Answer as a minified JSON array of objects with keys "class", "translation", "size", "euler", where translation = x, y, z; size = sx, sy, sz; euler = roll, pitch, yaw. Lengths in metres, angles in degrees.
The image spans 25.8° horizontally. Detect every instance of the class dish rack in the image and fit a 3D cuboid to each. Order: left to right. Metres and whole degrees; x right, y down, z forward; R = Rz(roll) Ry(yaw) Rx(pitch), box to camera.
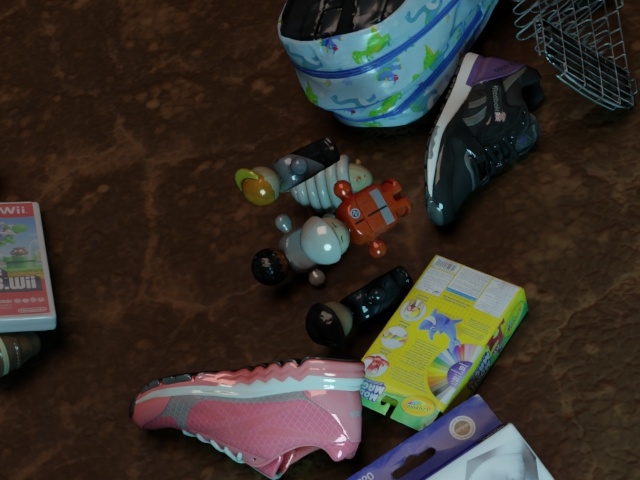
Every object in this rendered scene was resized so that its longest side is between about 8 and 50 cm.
[{"class":"dish rack","translation":[0.331,-0.295,1.869],"size":[0.074,0.208,0.271],"euler":[-33,48,40]}]

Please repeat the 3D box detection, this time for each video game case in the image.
[{"class":"video game case","translation":[-0.470,0.033,1.873],"size":[0.204,0.025,0.285],"euler":[-2,33,-16]}]

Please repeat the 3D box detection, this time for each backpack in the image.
[{"class":"backpack","translation":[0.095,-0.325,1.940],"size":[0.290,0.273,0.355],"euler":[3,31,29]}]

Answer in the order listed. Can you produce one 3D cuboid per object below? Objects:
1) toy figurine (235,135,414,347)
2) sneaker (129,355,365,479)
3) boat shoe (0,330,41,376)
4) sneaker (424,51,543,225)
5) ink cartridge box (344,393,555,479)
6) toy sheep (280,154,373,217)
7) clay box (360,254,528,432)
[{"class":"toy figurine","translation":[0.000,0.000,1.711],"size":[0.148,0.213,0.209],"euler":[-30,48,-26]},{"class":"sneaker","translation":[-0.092,0.215,1.634],"size":[0.314,0.116,0.136],"euler":[-10,82,27]},{"class":"boat shoe","translation":[-0.462,0.101,1.877],"size":[0.095,0.095,0.257],"euler":[-22,42,-33]},{"class":"sneaker","translation":[0.219,-0.137,1.829],"size":[0.124,0.107,0.283],"euler":[10,55,17]},{"class":"ink cartridge box","translation":[0.145,0.298,1.499],"size":[0.223,0.045,0.224],"euler":[-33,61,-9]},{"class":"toy sheep","translation":[0.005,-0.074,1.854],"size":[0.132,0.091,0.091],"euler":[-12,49,9]},{"class":"clay box","translation":[0.137,0.131,1.664],"size":[0.127,0.053,0.222],"euler":[22,63,31]}]
